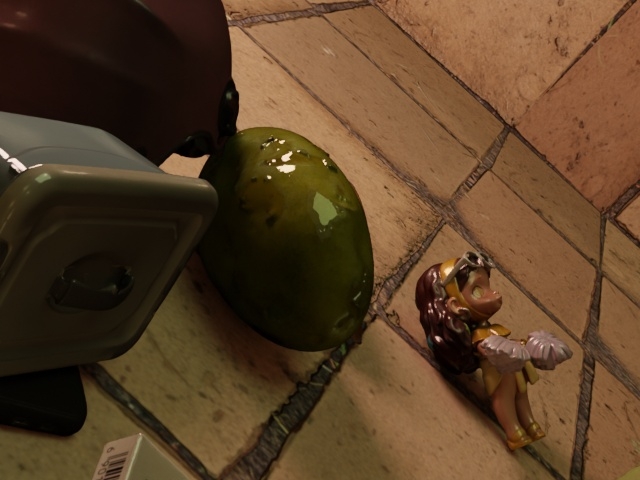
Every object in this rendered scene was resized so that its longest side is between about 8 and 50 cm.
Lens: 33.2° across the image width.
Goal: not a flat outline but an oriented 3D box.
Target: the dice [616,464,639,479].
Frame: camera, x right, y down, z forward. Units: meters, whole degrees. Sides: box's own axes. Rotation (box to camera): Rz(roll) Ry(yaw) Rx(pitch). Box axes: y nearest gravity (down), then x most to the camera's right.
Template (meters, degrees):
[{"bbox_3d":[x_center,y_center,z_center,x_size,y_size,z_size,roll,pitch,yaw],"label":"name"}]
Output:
[{"bbox_3d":[0.356,0.352,0.933,0.249,0.252,0.254,34,25,-19],"label":"dice"}]

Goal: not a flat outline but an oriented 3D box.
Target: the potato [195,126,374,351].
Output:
[{"bbox_3d":[-0.033,-0.007,1.040,0.148,0.186,0.253,1,47,-37],"label":"potato"}]

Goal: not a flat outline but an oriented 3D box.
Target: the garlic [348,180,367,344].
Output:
[{"bbox_3d":[-0.009,0.002,1.188,0.115,0.128,0.207,5,43,-23],"label":"garlic"}]

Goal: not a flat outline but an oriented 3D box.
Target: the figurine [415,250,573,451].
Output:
[{"bbox_3d":[0.202,0.128,1.283,0.174,0.116,0.240,0,52,-57],"label":"figurine"}]

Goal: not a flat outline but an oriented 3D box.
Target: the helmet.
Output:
[{"bbox_3d":[-0.204,-0.192,0.982,0.270,0.197,0.338,19,23,16],"label":"helmet"}]

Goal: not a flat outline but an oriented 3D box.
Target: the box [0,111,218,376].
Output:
[{"bbox_3d":[-0.186,0.002,0.734,0.130,0.162,0.227,39,16,21],"label":"box"}]

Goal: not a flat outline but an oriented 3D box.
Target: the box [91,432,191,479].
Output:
[{"bbox_3d":[-0.093,0.233,0.529,0.139,0.035,0.245,53,32,-29],"label":"box"}]

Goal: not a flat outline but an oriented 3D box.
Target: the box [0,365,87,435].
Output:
[{"bbox_3d":[-0.227,0.080,0.760,0.125,0.027,0.126,25,25,-42],"label":"box"}]
